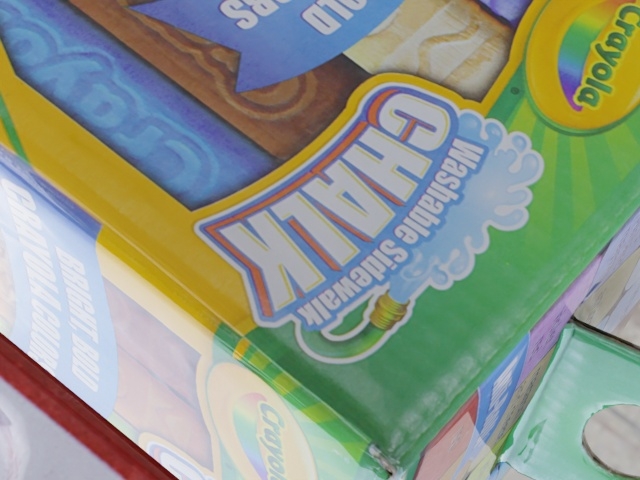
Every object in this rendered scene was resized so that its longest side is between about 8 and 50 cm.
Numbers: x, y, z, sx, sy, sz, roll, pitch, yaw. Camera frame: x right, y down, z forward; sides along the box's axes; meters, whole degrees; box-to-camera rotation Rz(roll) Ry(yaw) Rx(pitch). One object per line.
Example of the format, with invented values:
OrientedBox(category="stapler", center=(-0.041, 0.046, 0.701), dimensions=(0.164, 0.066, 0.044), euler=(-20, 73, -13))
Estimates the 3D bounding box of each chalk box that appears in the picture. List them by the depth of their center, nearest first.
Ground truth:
OrientedBox(category="chalk box", center=(0.000, 0.000, 0.547), dimensions=(0.289, 0.179, 0.180), euler=(38, 150, 16))

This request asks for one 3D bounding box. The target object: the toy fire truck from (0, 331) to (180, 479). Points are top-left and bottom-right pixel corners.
OrientedBox(category="toy fire truck", center=(-0.082, 0.152, 0.326), dimensions=(0.302, 0.254, 0.169), euler=(37, 171, 11))
